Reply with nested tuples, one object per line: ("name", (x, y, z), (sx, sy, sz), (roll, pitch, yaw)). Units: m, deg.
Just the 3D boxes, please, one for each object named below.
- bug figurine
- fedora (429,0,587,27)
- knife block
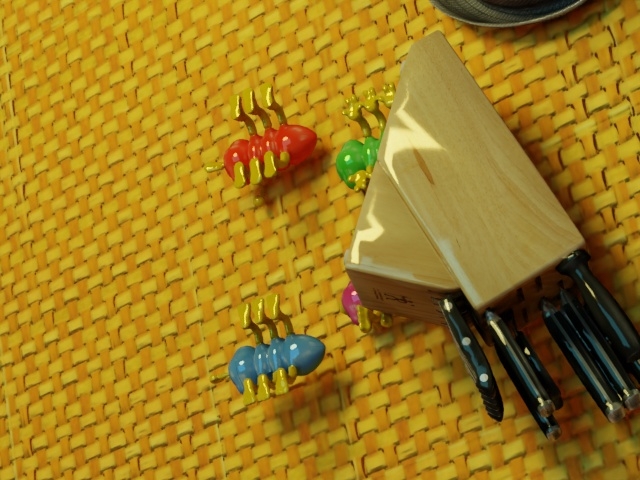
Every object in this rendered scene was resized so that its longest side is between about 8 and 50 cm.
("bug figurine", (0.000, 0.000, 1.561), (0.216, 0.072, 0.279), (-15, 63, 28))
("fedora", (0.135, -0.305, 1.505), (0.244, 0.124, 0.275), (-25, 63, 31))
("knife block", (0.152, 0.000, 1.410), (0.242, 0.088, 0.275), (11, 70, 15))
